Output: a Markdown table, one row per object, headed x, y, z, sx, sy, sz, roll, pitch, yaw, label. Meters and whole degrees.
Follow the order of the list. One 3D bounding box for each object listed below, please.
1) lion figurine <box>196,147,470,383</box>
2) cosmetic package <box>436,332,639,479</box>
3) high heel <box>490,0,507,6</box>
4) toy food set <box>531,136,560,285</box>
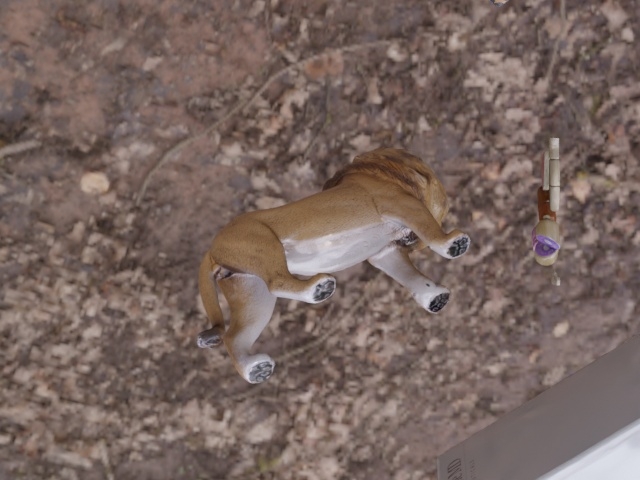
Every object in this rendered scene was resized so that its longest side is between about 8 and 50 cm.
| x | y | z | sx | sy | sz | roll | pitch | yaw | label |
| --- | --- | --- | --- | --- | --- | --- | --- | --- | --- |
| 0.000 | 0.000 | 1.083 | 0.392 | 0.240 | 0.142 | -12 | 129 | -30 | lion figurine |
| 0.355 | 0.219 | 1.052 | 0.453 | 0.230 | 0.161 | -34 | 94 | 9 | cosmetic package |
| 0.325 | -0.377 | 1.224 | 0.261 | 0.093 | 0.186 | 4 | 129 | 7 | high heel |
| 0.189 | -0.023 | 0.831 | 0.019 | 0.122 | 0.078 | -1 | 179 | 9 | toy food set |
